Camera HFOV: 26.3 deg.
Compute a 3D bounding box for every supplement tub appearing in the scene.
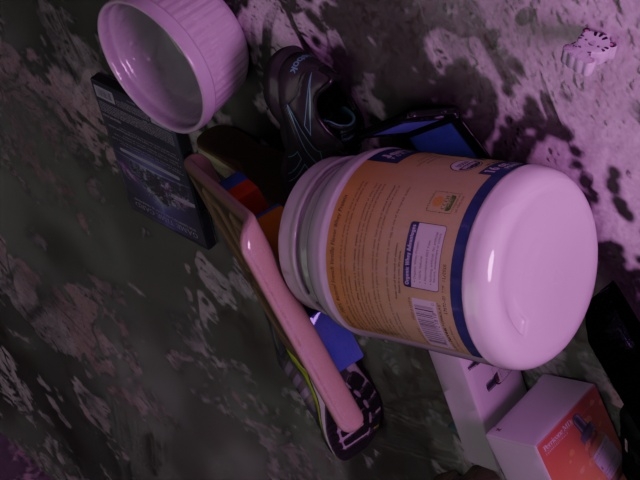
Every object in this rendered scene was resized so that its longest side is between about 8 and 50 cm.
[{"bbox_3d":[0.129,0.012,1.562,0.316,0.228,0.228,10,133,42],"label":"supplement tub"}]

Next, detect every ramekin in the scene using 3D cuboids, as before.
[{"bbox_3d":[-0.190,-0.257,1.834,0.207,0.109,0.207,35,149,25],"label":"ramekin"}]

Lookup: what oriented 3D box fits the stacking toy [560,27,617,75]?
[{"bbox_3d":[0.208,-0.278,1.323,0.221,0.052,0.167,37,147,26],"label":"stacking toy"}]

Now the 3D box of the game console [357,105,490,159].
[{"bbox_3d":[0.121,-0.112,1.618,0.122,0.107,0.071,-17,82,59],"label":"game console"}]

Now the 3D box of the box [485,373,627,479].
[{"bbox_3d":[0.310,0.281,1.754,0.091,0.130,0.170,7,131,52],"label":"box"}]

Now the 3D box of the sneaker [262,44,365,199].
[{"bbox_3d":[0.004,-0.117,1.741,0.106,0.101,0.267,18,139,40],"label":"sneaker"}]

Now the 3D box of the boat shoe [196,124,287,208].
[{"bbox_3d":[-0.088,-0.088,1.933,0.223,0.080,0.073,35,154,35],"label":"boat shoe"}]

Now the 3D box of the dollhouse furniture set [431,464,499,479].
[{"bbox_3d":[0.240,0.447,2.080,0.182,0.101,0.161,51,151,-2],"label":"dollhouse furniture set"}]

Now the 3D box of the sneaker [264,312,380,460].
[{"bbox_3d":[0.002,0.213,2.154,0.121,0.111,0.300,22,137,57],"label":"sneaker"}]

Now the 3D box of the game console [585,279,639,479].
[{"bbox_3d":[0.380,0.217,1.609,0.361,0.044,0.213,70,176,-55],"label":"game console"}]

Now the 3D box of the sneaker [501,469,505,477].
[{"bbox_3d":[0.304,0.337,1.919,0.053,0.059,0.144,34,-174,-45],"label":"sneaker"}]

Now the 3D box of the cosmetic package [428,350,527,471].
[{"bbox_3d":[0.214,0.185,1.808,0.060,0.099,0.239,17,138,45],"label":"cosmetic package"}]

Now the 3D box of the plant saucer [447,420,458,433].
[{"bbox_3d":[0.271,0.290,1.898,0.192,0.067,0.018,28,115,33],"label":"plant saucer"}]

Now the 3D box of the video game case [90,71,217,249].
[{"bbox_3d":[-0.265,-0.125,2.185,0.196,0.026,0.274,27,145,35],"label":"video game case"}]

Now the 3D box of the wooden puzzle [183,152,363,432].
[{"bbox_3d":[-0.048,0.050,1.797,0.322,0.080,0.348,63,175,-25],"label":"wooden puzzle"}]
